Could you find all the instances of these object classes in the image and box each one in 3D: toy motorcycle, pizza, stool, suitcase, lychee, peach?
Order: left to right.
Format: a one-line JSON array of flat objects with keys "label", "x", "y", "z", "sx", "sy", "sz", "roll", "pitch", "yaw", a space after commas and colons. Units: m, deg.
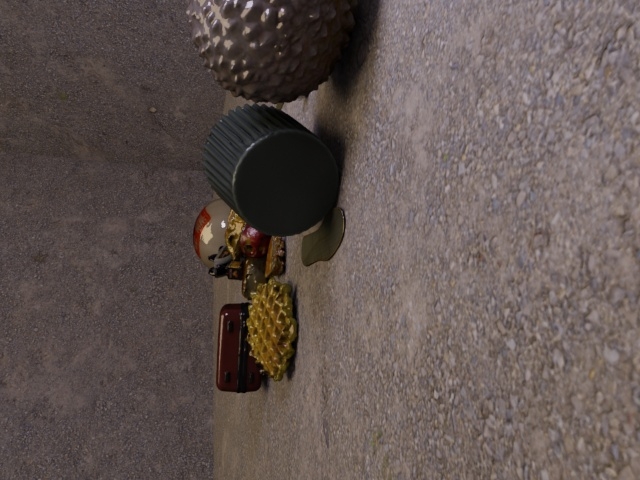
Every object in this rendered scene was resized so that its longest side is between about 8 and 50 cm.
[{"label": "toy motorcycle", "x": -0.349, "y": 0.075, "z": 2.121, "sx": 0.263, "sy": 0.157, "sz": 0.090, "roll": -75, "pitch": -11, "yaw": -68}, {"label": "suitcase", "x": -0.283, "y": 0.372, "z": 1.909, "sx": 0.236, "sy": 0.161, "sz": 0.296, "roll": 179, "pitch": 93, "yaw": -82}, {"label": "peach", "x": -0.196, "y": -0.017, "z": 1.822, "sx": 0.172, "sy": 0.093, "sz": 0.127, "roll": -56, "pitch": -30, "yaw": -30}, {"label": "stool", "x": -0.126, "y": -0.174, "z": 1.335, "sx": 0.330, "sy": 0.297, "sz": 0.297, "roll": -133, "pitch": 49, "yaw": -63}, {"label": "pizza", "x": -0.145, "y": 0.067, "z": 1.747, "sx": 0.134, "sy": 0.046, "sz": 0.175, "roll": -104, "pitch": 24, "yaw": -48}, {"label": "lychee", "x": -0.099, "y": -0.495, "z": 1.194, "sx": 0.432, "sy": 0.380, "sz": 0.380, "roll": -33, "pitch": 51, "yaw": 37}]

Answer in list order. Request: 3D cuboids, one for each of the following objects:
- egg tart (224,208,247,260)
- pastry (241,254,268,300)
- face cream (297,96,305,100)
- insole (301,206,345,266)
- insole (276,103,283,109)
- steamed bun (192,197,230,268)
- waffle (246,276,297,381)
[{"label": "egg tart", "x": -0.279, "y": -0.067, "z": 1.943, "sx": 0.297, "sy": 0.132, "sz": 0.297, "roll": -157, "pitch": 90, "yaw": -89}, {"label": "pastry", "x": -0.232, "y": 0.119, "z": 1.943, "sx": 0.192, "sy": 0.093, "sz": 0.182, "roll": -121, "pitch": 37, "yaw": -74}, {"label": "face cream", "x": -0.054, "y": -0.535, "z": 1.577, "sx": 0.092, "sy": 0.058, "sz": 0.243, "roll": 180, "pitch": 99, "yaw": -68}, {"label": "insole", "x": 0.000, "y": 0.000, "z": 1.340, "sx": 0.348, "sy": 0.009, "sz": 0.118, "roll": 146, "pitch": 126, "yaw": -69}, {"label": "insole", "x": -0.129, "y": -0.518, "z": 1.901, "sx": 0.253, "sy": 0.005, "sz": 0.086, "roll": 124, "pitch": 146, "yaw": -60}, {"label": "steamed bun", "x": -0.493, "y": -0.029, "z": 2.613, "sx": 0.374, "sy": 0.242, "sz": 0.374, "roll": -175, "pitch": 90, "yaw": -76}, {"label": "waffle", "x": -0.155, "y": 0.265, "z": 1.627, "sx": 0.312, "sy": 0.060, "sz": 0.307, "roll": -15, "pitch": 72, "yaw": 61}]
